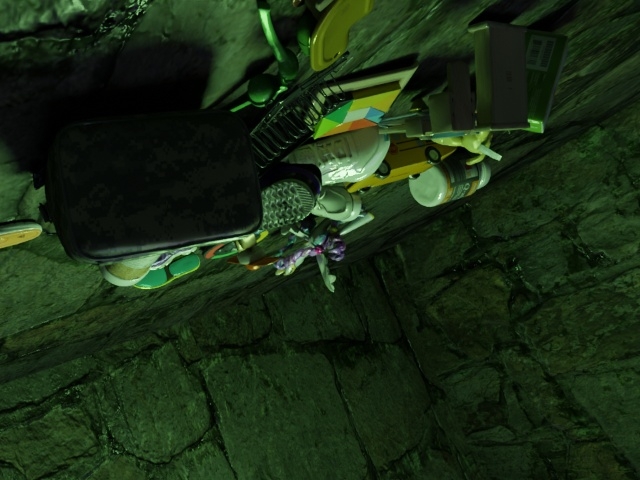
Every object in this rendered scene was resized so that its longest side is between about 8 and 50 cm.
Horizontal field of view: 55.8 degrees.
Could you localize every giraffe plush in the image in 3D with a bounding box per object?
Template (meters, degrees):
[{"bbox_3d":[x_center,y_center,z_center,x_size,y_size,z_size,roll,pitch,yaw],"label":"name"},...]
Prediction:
[{"bbox_3d":[0.393,-0.313,1.500,0.170,0.210,0.181,-51,-178,-29],"label":"giraffe plush"}]

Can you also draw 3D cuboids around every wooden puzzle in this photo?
[{"bbox_3d":[0.071,-0.272,1.238,0.238,0.044,0.221,-21,170,-16],"label":"wooden puzzle"}]

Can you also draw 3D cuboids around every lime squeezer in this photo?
[{"bbox_3d":[-0.099,-0.247,0.933,0.109,0.059,0.310,-18,170,-32],"label":"lime squeezer"}]

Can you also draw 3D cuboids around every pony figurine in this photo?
[{"bbox_3d":[0.000,0.000,2.026,0.363,0.303,0.351,-38,-179,-8],"label":"pony figurine"}]

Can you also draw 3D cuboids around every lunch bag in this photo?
[{"bbox_3d":[-0.276,-0.079,0.955,0.304,0.213,0.256,-13,-178,-27],"label":"lunch bag"}]

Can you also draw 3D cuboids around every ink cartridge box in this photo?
[{"bbox_3d":[0.490,-0.344,1.379,0.096,0.189,0.255,17,-174,22],"label":"ink cartridge box"}]

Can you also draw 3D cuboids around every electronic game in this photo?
[{"bbox_3d":[-0.270,0.006,1.940,0.229,0.048,0.229,-23,171,-4],"label":"electronic game"}]

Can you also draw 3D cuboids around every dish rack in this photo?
[{"bbox_3d":[-0.047,-0.204,1.024,0.208,0.074,0.271,-46,-172,-34],"label":"dish rack"}]

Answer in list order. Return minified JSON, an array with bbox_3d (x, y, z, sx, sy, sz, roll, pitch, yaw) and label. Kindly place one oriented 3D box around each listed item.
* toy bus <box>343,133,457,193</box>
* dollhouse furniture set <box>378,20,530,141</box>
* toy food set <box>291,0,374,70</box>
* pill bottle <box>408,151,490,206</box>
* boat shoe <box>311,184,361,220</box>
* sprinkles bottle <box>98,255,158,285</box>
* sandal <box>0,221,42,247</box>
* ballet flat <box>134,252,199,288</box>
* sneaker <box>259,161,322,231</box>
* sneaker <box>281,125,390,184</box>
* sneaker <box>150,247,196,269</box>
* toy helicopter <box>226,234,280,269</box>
[{"bbox_3d":[0.200,-0.222,1.557,0.332,0.130,0.108,-17,170,-33],"label":"toy bus"},{"bbox_3d":[0.229,-0.311,1.238,0.286,0.198,0.303,-11,-171,-40],"label":"dollhouse furniture set"},{"bbox_3d":[0.010,-0.317,0.807,0.128,0.071,0.218,-47,175,-7],"label":"toy food set"},{"bbox_3d":[0.451,-0.219,2.087,0.278,0.162,0.162,-16,168,-36],"label":"pill bottle"},{"bbox_3d":[0.002,-0.109,1.606,0.088,0.096,0.267,-5,-162,-34],"label":"boat shoe"},{"bbox_3d":[-0.396,-0.006,1.339,0.121,0.121,0.355,-16,168,-36],"label":"sprinkles bottle"},{"bbox_3d":[-0.638,0.031,1.099,0.265,0.076,0.102,-18,169,-31],"label":"sandal"},{"bbox_3d":[-0.483,0.095,1.863,0.230,0.077,0.077,-19,-174,-34],"label":"ballet flat"},{"bbox_3d":[-0.121,-0.089,1.186,0.293,0.102,0.146,-7,-147,27],"label":"sneaker"},{"bbox_3d":[0.014,-0.177,1.380,0.305,0.114,0.152,-23,170,22],"label":"sneaker"},{"bbox_3d":[-0.420,0.018,1.657,0.169,0.068,0.071,-29,158,-20],"label":"sneaker"},{"bbox_3d":[-0.181,-0.025,1.410,0.140,0.235,0.355,-22,171,-11],"label":"toy helicopter"}]
